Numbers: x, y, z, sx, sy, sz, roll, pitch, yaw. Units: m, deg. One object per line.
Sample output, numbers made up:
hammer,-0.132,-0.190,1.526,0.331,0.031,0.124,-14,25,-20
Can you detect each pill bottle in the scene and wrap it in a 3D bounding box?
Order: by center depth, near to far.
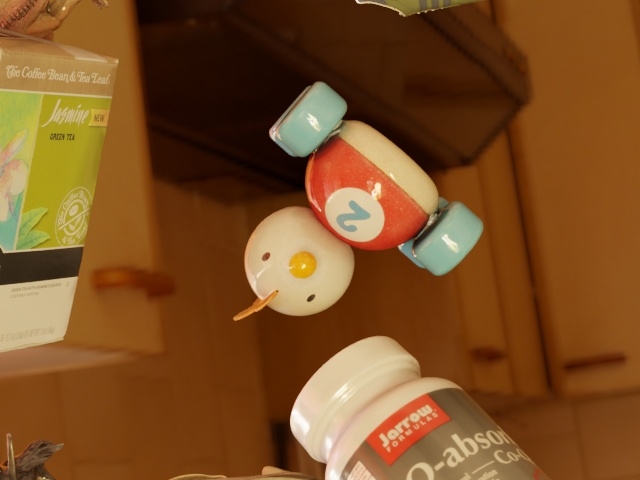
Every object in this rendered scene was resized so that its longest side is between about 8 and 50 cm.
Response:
pill bottle,0.136,0.292,1.886,0.210,0.363,0.210,-30,-34,-23

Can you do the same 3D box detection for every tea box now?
tea box,-0.432,-0.079,1.734,0.329,0.323,0.220,17,11,25

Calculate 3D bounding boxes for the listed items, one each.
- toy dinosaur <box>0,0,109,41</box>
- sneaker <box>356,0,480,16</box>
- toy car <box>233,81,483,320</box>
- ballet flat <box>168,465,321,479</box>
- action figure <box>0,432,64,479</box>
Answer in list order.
toy dinosaur,-0.388,-0.262,1.957,0.200,0.127,0.296,-34,4,-36
sneaker,0.126,-0.315,2.008,0.192,0.064,0.086,4,-36,-31
toy car,0.000,0.000,1.633,0.238,0.219,0.210,-50,6,0
ballet flat,-0.059,0.198,1.222,0.213,0.072,0.068,-7,29,12
action figure,-0.341,0.330,1.858,0.164,0.141,0.275,-35,-24,-24
